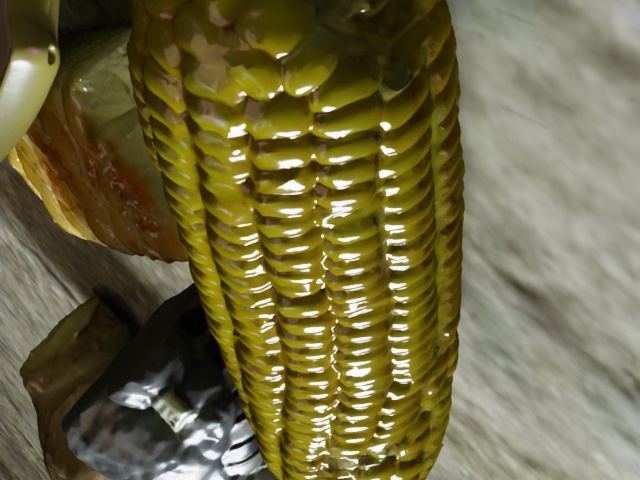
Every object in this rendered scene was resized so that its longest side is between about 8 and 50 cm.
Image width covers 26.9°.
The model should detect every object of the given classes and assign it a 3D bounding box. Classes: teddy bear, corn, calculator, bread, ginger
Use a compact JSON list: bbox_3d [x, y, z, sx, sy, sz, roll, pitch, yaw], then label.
[{"bbox_3d":[-0.021,0.116,0.783,0.251,0.144,0.171,42,-163,-22],"label":"teddy bear"},{"bbox_3d":[0.000,0.000,0.551,0.120,0.120,0.363,37,153,28],"label":"corn"},{"bbox_3d":[-0.176,-0.110,0.708,0.236,0.033,0.157,-25,63,60],"label":"calculator"},{"bbox_3d":[-0.127,-0.056,0.770,0.188,0.068,0.125,11,136,57],"label":"bread"},{"bbox_3d":[-0.163,0.149,1.082,0.267,0.138,0.152,37,150,41],"label":"ginger"}]
